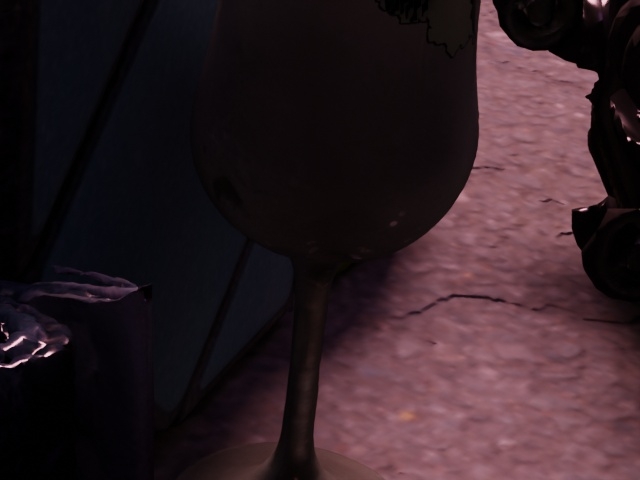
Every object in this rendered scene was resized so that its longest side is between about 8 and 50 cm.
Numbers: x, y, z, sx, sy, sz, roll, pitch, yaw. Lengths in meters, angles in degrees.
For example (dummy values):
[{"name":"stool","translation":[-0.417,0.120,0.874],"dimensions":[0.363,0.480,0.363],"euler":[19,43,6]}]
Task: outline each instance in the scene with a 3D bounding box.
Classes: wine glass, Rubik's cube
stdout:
[{"name":"wine glass","translation":[0.000,0.000,0.520],"dimensions":[0.079,0.195,0.079],"euler":[5,28,-3]},{"name":"Rubik's cube","translation":[-0.129,-0.049,0.574],"dimensions":[0.207,0.205,0.205],"euler":[15,29,18]}]

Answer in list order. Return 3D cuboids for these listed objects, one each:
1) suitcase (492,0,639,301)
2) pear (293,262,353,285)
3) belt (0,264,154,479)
[{"name":"suitcase","translation":[0.287,-0.034,0.650],"dimensions":[0.434,0.194,0.283],"euler":[4,27,-5]},{"name":"pear","translation":[-0.036,-0.153,0.749],"dimensions":[0.288,0.139,0.239],"euler":[39,35,6]},{"name":"belt","translation":[-0.154,0.065,0.438],"dimensions":[0.218,0.128,0.122],"euler":[10,17,25]}]
